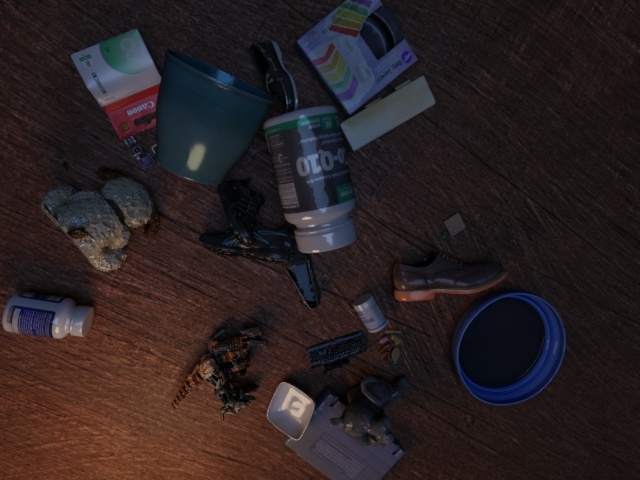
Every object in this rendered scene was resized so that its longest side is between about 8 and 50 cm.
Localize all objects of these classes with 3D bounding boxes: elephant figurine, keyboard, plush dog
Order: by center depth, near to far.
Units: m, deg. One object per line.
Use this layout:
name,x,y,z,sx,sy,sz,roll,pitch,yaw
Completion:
plush dog,-0.549,-0.074,1.065,0.225,0.210,0.262,-44,107,-27
elephant figurine,0.160,0.500,1.282,0.169,0.240,0.186,-14,128,30
keyboard,0.058,0.364,1.303,0.191,0.038,0.100,-17,102,-5

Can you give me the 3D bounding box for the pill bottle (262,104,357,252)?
pill bottle,-0.018,-0.162,1.113,0.204,0.204,0.361,-15,102,-7

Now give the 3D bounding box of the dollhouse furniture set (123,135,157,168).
dollhouse furniture set,-0.452,-0.256,1.086,0.114,0.081,0.091,-31,103,-3

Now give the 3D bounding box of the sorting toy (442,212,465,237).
sorting toy,0.416,-0.043,1.303,0.083,0.012,0.062,-33,108,-6

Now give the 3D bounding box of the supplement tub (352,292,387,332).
supplement tub,0.155,0.226,1.278,0.071,0.071,0.107,-33,103,-3

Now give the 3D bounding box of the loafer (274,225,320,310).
loafer,-0.061,0.083,1.209,0.096,0.084,0.268,-24,103,-4

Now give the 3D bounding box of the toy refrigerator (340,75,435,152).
toy refrigerator,0.176,-0.358,1.163,0.269,0.102,0.094,-30,103,-3

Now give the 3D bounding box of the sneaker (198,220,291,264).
sneaker,-0.209,-0.001,1.162,0.267,0.101,0.106,8,78,5

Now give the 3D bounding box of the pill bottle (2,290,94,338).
pill bottle,-0.727,0.205,1.106,0.186,0.112,0.112,12,98,-11

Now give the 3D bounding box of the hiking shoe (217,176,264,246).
hiking shoe,-0.201,-0.088,1.105,0.114,0.086,0.227,-22,60,-9

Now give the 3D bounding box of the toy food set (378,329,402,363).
toy food set,0.225,0.344,1.338,0.077,0.019,0.122,5,107,-10

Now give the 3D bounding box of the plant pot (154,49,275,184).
plant pot,-0.287,-0.289,1.027,0.271,0.272,0.255,22,109,-12

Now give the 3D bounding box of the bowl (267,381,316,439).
bowl,-0.084,0.522,1.276,0.141,0.053,0.142,25,94,25

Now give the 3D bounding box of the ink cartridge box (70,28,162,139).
ink cartridge box,-0.503,-0.403,1.069,0.180,0.056,0.225,-25,101,-4

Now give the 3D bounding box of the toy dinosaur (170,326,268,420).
toy dinosaur,-0.290,0.392,1.219,0.321,0.164,0.218,-35,89,17

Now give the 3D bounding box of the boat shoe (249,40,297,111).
boat shoe,-0.122,-0.426,1.073,0.068,0.081,0.228,-13,68,-23

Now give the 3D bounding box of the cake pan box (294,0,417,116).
cake pan box,0.104,-0.524,1.141,0.266,0.070,0.246,-38,106,-2

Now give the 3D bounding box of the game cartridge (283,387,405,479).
game cartridge,0.079,0.673,1.351,0.355,0.068,0.230,42,95,-13

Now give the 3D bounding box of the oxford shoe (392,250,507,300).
oxford shoe,0.403,0.096,1.270,0.363,0.130,0.133,-9,95,-8

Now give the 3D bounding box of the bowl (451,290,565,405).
bowl,0.623,0.355,1.375,0.390,0.077,0.392,-2,100,-9
